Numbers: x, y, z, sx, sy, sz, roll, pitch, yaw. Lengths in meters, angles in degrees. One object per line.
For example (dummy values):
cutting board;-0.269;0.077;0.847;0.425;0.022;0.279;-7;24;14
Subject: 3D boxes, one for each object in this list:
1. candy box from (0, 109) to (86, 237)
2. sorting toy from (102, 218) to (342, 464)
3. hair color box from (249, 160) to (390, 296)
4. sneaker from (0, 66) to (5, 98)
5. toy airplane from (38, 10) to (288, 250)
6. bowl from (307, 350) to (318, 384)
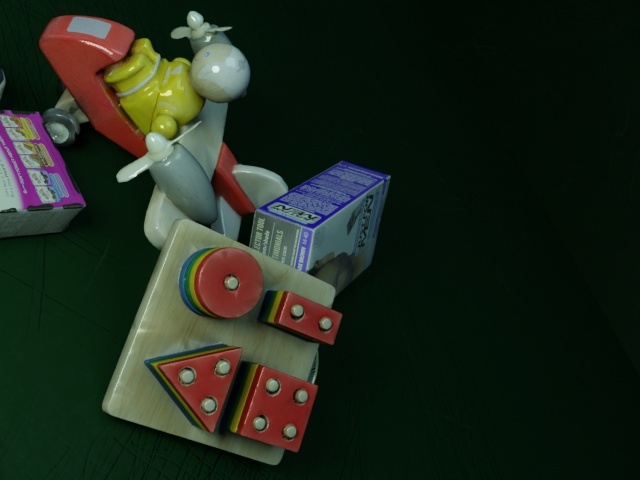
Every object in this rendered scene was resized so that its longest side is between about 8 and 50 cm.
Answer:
candy box;-0.429;-0.082;0.983;0.233;0.071;0.159;-7;63;-56
sorting toy;-0.104;0.136;1.020;0.255;0.089;0.257;26;75;-29
hair color box;0.000;0.000;1.332;0.110;0.185;0.339;20;26;20
sneaker;-0.458;-0.236;0.941;0.131;0.148;0.350;13;16;-8
toy airplane;-0.189;-0.175;1.200;0.384;0.272;0.386;-9;66;-55
bowl;-0.095;0.169;1.125;0.170;0.080;0.170;2;86;-33
